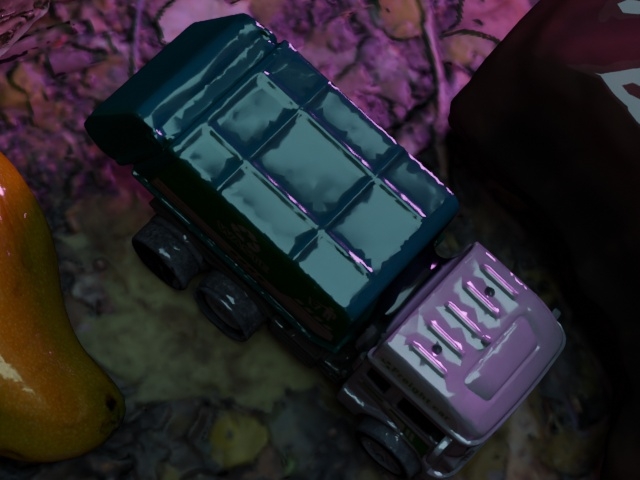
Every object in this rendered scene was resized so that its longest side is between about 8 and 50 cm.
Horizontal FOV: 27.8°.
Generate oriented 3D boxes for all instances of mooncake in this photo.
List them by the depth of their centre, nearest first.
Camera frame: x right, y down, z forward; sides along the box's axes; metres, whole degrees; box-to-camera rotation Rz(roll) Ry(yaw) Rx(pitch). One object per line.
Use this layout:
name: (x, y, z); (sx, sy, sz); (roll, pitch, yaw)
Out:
mooncake: (0.229, -0.023, 0.660); (0.333, 0.174, 0.326); (13, 71, -8)

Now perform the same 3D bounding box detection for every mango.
mango: (-0.168, 0.024, 0.614); (0.098, 0.075, 0.190); (-28, 85, -13)

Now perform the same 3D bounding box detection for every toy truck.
toy truck: (0.000, 0.000, 0.632); (0.253, 0.124, 0.114); (42, 70, 7)

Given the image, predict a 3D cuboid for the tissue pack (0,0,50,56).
tissue pack: (-0.254, -0.184, 0.622); (0.234, 0.159, 0.125); (37, 68, 3)
